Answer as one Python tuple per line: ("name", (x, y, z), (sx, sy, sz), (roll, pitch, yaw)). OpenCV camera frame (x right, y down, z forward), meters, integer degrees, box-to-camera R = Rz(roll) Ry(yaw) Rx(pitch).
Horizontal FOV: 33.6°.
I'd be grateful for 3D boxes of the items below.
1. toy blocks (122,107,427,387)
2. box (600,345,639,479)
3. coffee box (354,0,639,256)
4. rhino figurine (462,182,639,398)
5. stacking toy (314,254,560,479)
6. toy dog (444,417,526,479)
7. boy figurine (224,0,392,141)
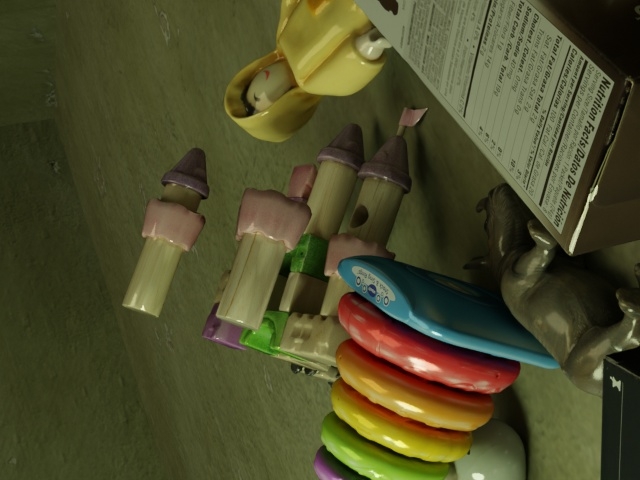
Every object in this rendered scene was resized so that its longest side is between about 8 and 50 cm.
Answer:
("toy blocks", (0.000, 0.000, 1.117), (0.289, 0.309, 0.260), (-1, 67, 57))
("box", (0.264, 0.209, 0.648), (0.184, 0.103, 0.261), (33, 131, 58))
("coffee box", (0.155, -0.141, 0.651), (0.118, 0.168, 0.297), (98, 150, -41))
("rhino figurine", (0.177, 0.030, 0.814), (0.243, 0.073, 0.106), (-129, 37, -52))
("stacking toy", (0.058, 0.175, 0.913), (0.175, 0.166, 0.301), (35, 106, 58))
("toy dog", (0.121, 0.343, 0.994), (0.220, 0.161, 0.333), (156, 102, -68))
("boy figurine", (0.005, -0.211, 0.975), (0.285, 0.092, 0.177), (-50, 50, 33))
